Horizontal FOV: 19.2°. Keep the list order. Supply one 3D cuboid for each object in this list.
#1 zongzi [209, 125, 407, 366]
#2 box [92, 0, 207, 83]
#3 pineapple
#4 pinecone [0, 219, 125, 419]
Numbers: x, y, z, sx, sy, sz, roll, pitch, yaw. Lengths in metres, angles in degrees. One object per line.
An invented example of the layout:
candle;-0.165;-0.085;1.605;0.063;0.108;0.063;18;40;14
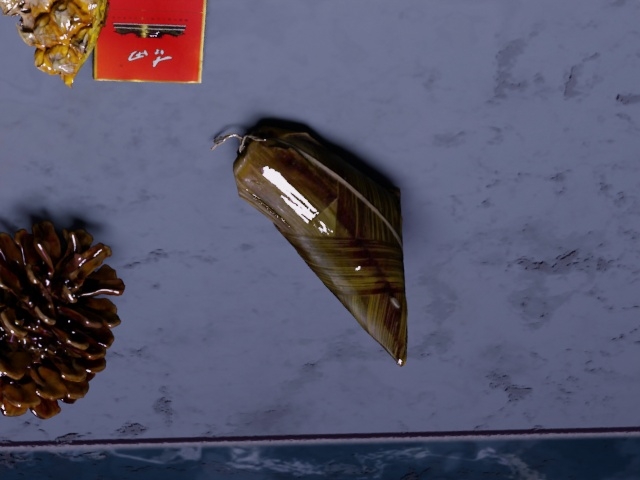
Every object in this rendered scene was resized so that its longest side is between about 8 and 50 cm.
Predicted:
zongzi;0.000;0.000;1.597;0.187;0.184;0.084;30;127;-33
box;-0.135;-0.181;1.505;0.090;0.023;0.133;3;137;-6
pineapple;-0.208;-0.187;1.456;0.114;0.077;0.114;22;104;16
pinecone;-0.247;0.059;1.662;0.163;0.163;0.165;23;122;-28
